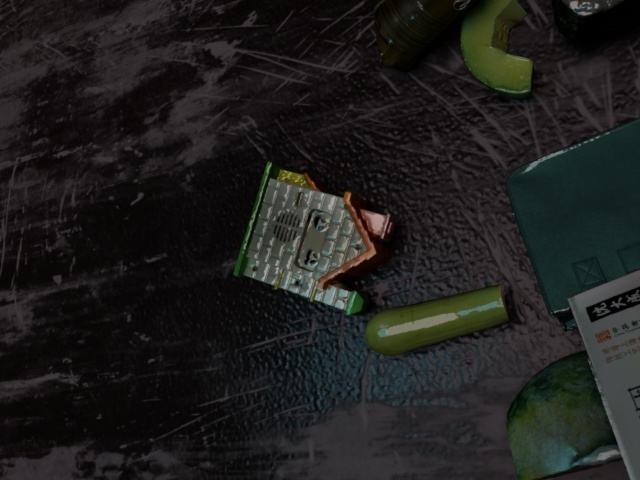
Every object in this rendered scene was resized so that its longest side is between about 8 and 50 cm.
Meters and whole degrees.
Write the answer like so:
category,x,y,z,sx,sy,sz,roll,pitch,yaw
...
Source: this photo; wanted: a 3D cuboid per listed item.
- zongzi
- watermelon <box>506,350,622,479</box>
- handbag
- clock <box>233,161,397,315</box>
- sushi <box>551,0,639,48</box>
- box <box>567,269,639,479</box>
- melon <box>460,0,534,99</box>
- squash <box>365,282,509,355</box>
category,x,y,z,sx,sy,sz,roll,pitch,yaw
zongzi,0.177,-0.458,1.158,0.247,0.111,0.241,-35,59,45
watermelon,0.419,0.252,0.932,0.305,0.224,0.180,-19,117,20
handbag,0.427,-0.024,0.965,0.268,0.100,0.274,-25,52,16
clock,0.000,0.000,1.205,0.255,0.106,0.220,18,90,23
sushi,0.469,-0.399,1.023,0.225,0.127,0.124,-32,67,10
box,0.500,0.136,0.689,0.385,0.122,0.345,-26,29,21
melon,0.304,-0.332,1.132,0.117,0.064,0.210,-4,76,27
squash,0.189,0.133,1.090,0.250,0.083,0.083,-18,73,23
